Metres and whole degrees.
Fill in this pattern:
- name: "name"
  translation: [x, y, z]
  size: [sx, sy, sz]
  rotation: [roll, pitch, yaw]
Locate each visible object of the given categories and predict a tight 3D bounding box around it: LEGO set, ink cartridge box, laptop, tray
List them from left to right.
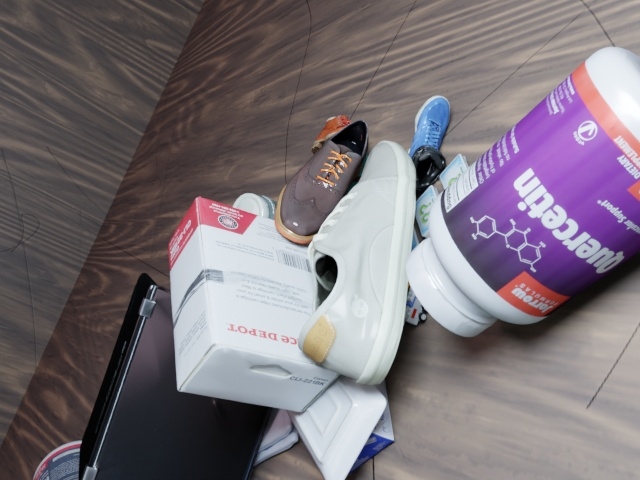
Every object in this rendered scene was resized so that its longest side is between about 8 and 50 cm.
- name: "laptop"
  translation: [-0.263, 0.288, 1.345]
  size: [0.382, 0.236, 0.408]
  rotation: [-71, 17, -4]
- name: "ink cartridge box"
  translation: [-0.100, 0.090, 1.059]
  size: [0.114, 0.197, 0.273]
  rotation: [-52, 35, 32]
- name: "tray"
  translation: [-0.001, 0.219, 1.057]
  size: [0.145, 0.030, 0.270]
  rotation: [-61, 25, 7]
- name: "ink cartridge box"
  translation: [0.046, 0.213, 1.063]
  size: [0.097, 0.046, 0.207]
  rotation: [-46, 31, 31]
- name: "LEGO set"
  translation: [0.158, 0.005, 1.048]
  size: [0.182, 0.060, 0.244]
  rotation: [-50, 30, 31]

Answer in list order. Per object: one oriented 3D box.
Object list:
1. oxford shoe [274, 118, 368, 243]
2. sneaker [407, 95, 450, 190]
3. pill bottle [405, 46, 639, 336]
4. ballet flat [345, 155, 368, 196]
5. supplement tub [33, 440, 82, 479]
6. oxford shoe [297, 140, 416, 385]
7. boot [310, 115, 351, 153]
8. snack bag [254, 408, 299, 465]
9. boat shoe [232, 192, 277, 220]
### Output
- name: "oxford shoe"
  translation: [0.006, -0.102, 1.180]
  size: [0.271, 0.096, 0.098]
  rotation: [-62, 0, -45]
- name: "sneaker"
  translation: [0.172, -0.149, 1.155]
  size: [0.152, 0.058, 0.084]
  rotation: [-64, 21, 6]
- name: "pill bottle"
  translation: [0.243, -0.034, 0.792]
  size: [0.323, 0.181, 0.182]
  rotation: [-45, 32, 31]
- name: "ballet flat"
  translation: [0.048, -0.086, 1.317]
  size: [0.087, 0.083, 0.247]
  rotation: [111, 167, -49]
- name: "supplement tub"
  translation: [-0.485, 0.552, 1.527]
  size: [0.191, 0.191, 0.272]
  rotation: [-61, 27, 2]
- name: "oxford shoe"
  translation: [0.052, -0.001, 1.053]
  size: [0.449, 0.130, 0.169]
  rotation: [-78, 5, -46]
- name: "boot"
  translation: [0.041, -0.213, 1.454]
  size: [0.158, 0.059, 0.085]
  rotation: [-2, 59, 61]
- name: "snack bag"
  translation: [-0.137, 0.264, 1.349]
  size: [0.342, 0.037, 0.323]
  rotation: [-39, 35, 39]
- name: "boat shoe"
  translation: [-0.128, 0.075, 1.371]
  size: [0.116, 0.099, 0.320]
  rotation: [17, 97, 36]
